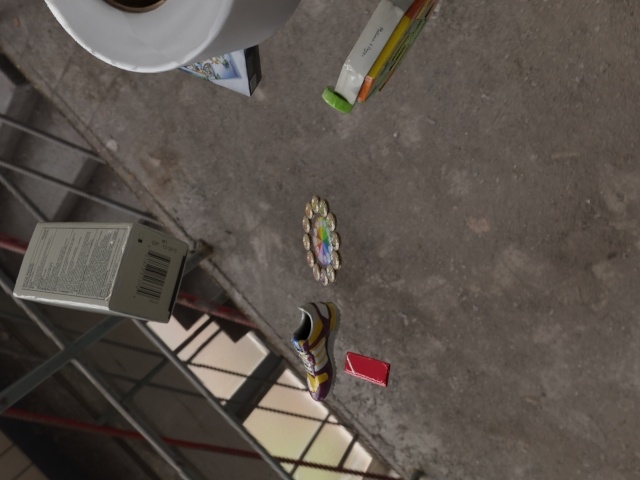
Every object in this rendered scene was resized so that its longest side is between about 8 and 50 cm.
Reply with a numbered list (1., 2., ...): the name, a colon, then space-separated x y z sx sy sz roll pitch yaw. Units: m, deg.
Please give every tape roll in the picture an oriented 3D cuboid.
1. tape roll: -0.147 -0.307 0.577 0.246 0.169 0.246 10 119 19

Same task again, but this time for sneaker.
1. sneaker: -0.018 0.202 1.031 0.070 0.084 0.185 4 91 53

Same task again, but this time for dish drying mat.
1. dish drying mat: 0.064 0.178 0.791 0.083 0.008 0.032 5 84 52

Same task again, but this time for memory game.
1. memory game: 0.000 0.000 1.146 0.186 0.012 0.186 172 90 -68

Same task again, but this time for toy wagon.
1. toy wagon: 0.124 -0.352 0.964 0.068 0.344 0.267 36 117 2

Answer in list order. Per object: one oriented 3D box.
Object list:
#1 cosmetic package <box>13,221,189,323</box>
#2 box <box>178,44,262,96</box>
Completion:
1. cosmetic package: -0.393 0.054 1.013 0.296 0.129 0.153 3 74 35
2. box: -0.170 -0.319 0.805 0.159 0.044 0.233 23 157 9
